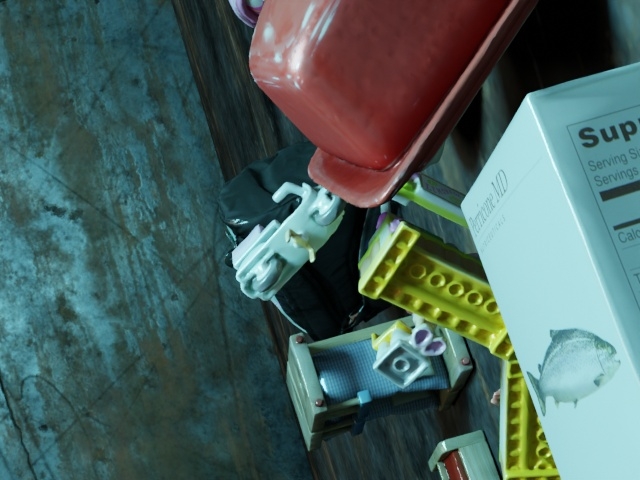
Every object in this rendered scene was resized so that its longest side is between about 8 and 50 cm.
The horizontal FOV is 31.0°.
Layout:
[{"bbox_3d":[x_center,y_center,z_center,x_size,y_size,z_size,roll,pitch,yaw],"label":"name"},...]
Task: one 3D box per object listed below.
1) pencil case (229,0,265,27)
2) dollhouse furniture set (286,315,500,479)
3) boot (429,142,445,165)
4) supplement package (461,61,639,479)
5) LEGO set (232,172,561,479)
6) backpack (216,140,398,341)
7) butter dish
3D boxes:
[{"bbox_3d":[-0.044,-0.288,0.791,0.124,0.124,0.284,98,155,-70],"label":"pencil case"},{"bbox_3d":[0.062,0.159,0.903,0.129,0.129,0.183,95,158,-67],"label":"dollhouse furniture set"},{"bbox_3d":[-0.015,-0.138,0.668,0.088,0.176,0.244,-105,4,-55],"label":"boot"},{"bbox_3d":[0.128,0.040,0.355,0.105,0.105,0.179,102,151,-73],"label":"supplement package"},{"bbox_3d":[0.085,0.055,0.674,0.287,0.132,0.107,47,-160,-23],"label":"LEGO set"},{"bbox_3d":[0.000,0.000,1.026,0.115,0.152,0.182,-108,-5,-45],"label":"backpack"},{"bbox_3d":[0.016,-0.111,0.539,0.118,0.160,0.160,33,-178,-15],"label":"butter dish"}]
